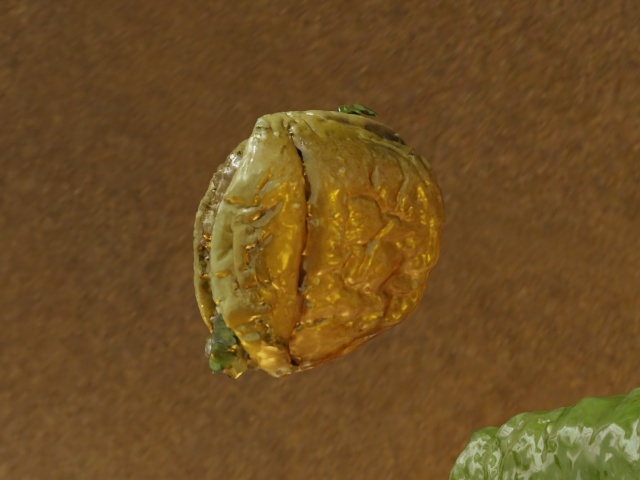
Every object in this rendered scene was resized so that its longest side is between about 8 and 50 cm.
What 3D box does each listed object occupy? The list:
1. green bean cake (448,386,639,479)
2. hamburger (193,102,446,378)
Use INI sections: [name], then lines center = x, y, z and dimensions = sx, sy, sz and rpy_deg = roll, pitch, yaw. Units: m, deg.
[green bean cake]
center = 0.170, 0.185, 0.761
dimensions = 0.247, 0.156, 0.250
rpy_deg = -24, 66, 59
[hamburger]
center = 0.000, 0.000, 1.300
dimensions = 0.130, 0.206, 0.183
rpy_deg = 14, 107, 30
